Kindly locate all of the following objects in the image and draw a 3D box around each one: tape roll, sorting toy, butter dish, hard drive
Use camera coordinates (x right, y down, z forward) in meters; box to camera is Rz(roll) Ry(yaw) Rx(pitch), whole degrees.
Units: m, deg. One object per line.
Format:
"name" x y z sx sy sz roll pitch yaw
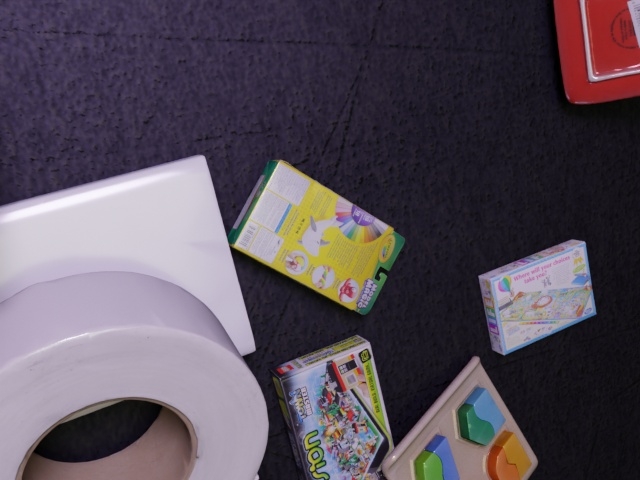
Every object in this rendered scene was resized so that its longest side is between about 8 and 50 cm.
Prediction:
"tape roll" -0.193 0.173 0.601 0.286 0.100 0.286 -12 119 -23
"sorting toy" 0.184 0.278 0.832 0.193 0.038 0.208 -41 112 -28
"butter dish" 0.373 -0.258 0.824 0.160 0.118 0.160 -7 103 22
"hard drive" -0.238 0.061 0.640 0.319 0.040 0.210 -18 104 -20

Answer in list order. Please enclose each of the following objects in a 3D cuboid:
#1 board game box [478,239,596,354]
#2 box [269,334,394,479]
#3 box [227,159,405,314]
"board game box" 0.281 0.071 0.872 0.154 0.026 0.103 -18 104 -20
"box" 0.023 0.225 0.777 0.114 0.036 0.207 -19 104 -20
"box" 0.000 0.000 0.734 0.179 0.043 0.105 30 85 -21
